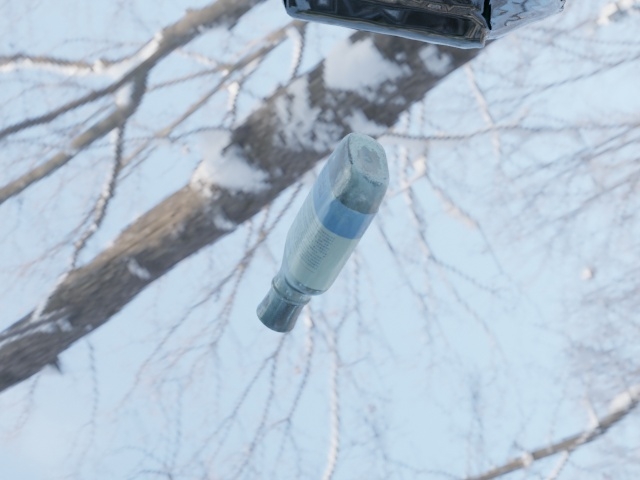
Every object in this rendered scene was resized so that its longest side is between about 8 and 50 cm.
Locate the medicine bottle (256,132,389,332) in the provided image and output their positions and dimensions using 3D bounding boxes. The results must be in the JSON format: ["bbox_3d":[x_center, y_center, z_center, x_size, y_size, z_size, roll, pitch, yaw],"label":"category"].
[{"bbox_3d":[0.000,0.000,1.263,0.053,0.208,0.090,18,-145,-18],"label":"medicine bottle"}]

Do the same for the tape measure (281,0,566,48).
[{"bbox_3d":[0.023,-0.144,0.332,0.115,0.207,0.235,12,-109,4],"label":"tape measure"}]
